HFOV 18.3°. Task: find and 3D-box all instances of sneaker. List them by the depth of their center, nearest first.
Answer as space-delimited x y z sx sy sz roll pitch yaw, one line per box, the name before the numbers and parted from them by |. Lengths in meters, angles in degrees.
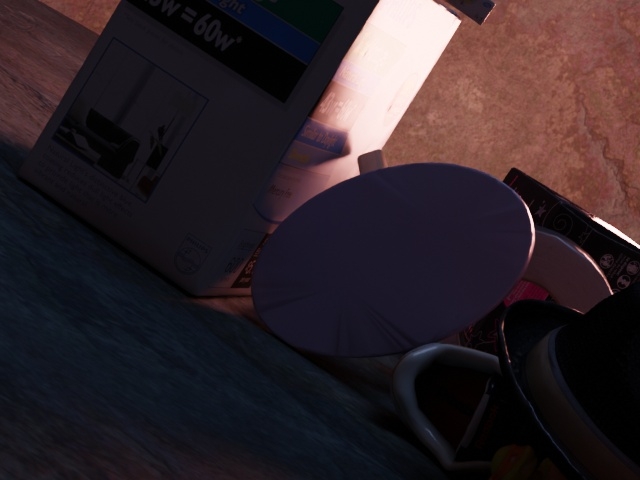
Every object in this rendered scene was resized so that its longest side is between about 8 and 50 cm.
sneaker | 0.201 0.191 1.791 0.321 0.126 0.127 23 -2 21

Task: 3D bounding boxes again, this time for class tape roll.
tape roll | 0.201 0.092 2.077 0.219 0.219 0.072 33 8 3

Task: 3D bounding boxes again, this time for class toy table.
toy table | 0.079 0.026 1.959 0.274 0.252 0.161 -6 -4 10

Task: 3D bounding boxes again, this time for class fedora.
fedora | 0.313 0.129 1.671 0.334 0.152 0.334 33 26 -18

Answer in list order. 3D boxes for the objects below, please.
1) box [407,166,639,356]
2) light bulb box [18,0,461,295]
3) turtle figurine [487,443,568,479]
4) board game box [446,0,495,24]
box | 0.235 0.070 2.260 0.163 0.247 0.142 29 9 -26
light bulb box | -0.068 -0.151 2.006 0.225 0.361 0.358 34 7 12
turtle figurine | 0.215 0.238 1.653 0.217 0.087 0.269 36 31 -9
board game box | 0.088 -0.271 1.927 0.154 0.026 0.103 31 8 -28
